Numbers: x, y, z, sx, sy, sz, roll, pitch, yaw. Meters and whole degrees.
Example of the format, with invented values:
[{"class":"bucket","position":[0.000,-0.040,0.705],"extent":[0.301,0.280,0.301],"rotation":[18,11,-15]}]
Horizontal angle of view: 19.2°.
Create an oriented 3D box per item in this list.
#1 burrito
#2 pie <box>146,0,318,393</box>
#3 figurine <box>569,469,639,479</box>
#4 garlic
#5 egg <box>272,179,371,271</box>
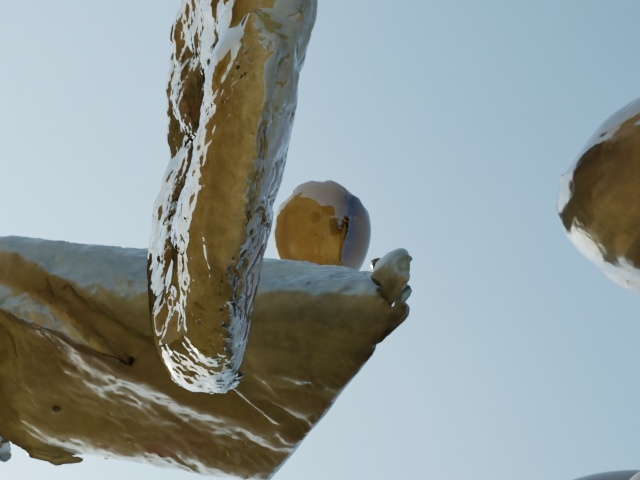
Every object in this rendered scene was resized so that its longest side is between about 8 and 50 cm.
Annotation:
[{"class":"burrito","position":[-0.095,0.067,1.079],"extent":[0.347,0.107,0.175],"rotation":[-2,-34,19]},{"class":"pie","position":[-0.040,-0.041,0.843],"extent":[0.185,0.052,0.218],"rotation":[163,-64,-75]},{"class":"figurine","position":[0.157,0.100,0.695],"extent":[0.250,0.166,0.141],"rotation":[35,-48,56]},{"class":"garlic","position":[0.128,-0.024,0.743],"extent":[0.066,0.152,0.084],"rotation":[14,-96,12]},{"class":"egg","position":[0.000,0.000,1.343],"extent":[0.071,0.083,0.071],"rotation":[5,-43,5]}]
